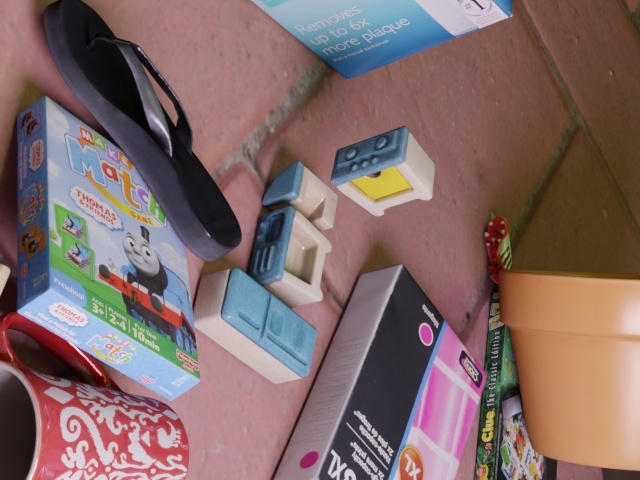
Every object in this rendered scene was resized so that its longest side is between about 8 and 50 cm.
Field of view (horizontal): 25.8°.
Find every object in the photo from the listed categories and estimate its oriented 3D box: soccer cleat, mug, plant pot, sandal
[{"bbox_3d":[0.215,0.013,1.670,0.035,0.029,0.083,29,57,-55],"label":"soccer cleat"},{"bbox_3d":[-0.179,0.135,1.019,0.169,0.113,0.150,19,80,-52],"label":"mug"},{"bbox_3d":[0.337,0.139,1.546,0.291,0.291,0.203,4,89,-52],"label":"plant pot"},{"bbox_3d":[-0.139,-0.103,1.180,0.254,0.054,0.097,54,22,-5],"label":"sandal"}]

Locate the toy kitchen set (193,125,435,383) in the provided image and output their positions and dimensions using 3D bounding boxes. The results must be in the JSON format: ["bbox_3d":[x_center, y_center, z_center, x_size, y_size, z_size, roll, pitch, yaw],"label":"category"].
[{"bbox_3d":[0.000,0.000,1.269,0.122,0.166,0.207,39,47,-38],"label":"toy kitchen set"}]

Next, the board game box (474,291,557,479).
[{"bbox_3d":[0.233,0.201,1.616,0.136,0.030,0.259,38,49,-36],"label":"board game box"}]

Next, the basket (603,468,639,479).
[{"bbox_3d":[0.475,0.289,1.806,0.227,0.154,0.204,-7,80,-50],"label":"basket"}]

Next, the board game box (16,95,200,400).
[{"bbox_3d":[-0.168,0.004,1.098,0.160,0.039,0.211,37,28,-39],"label":"board game box"}]

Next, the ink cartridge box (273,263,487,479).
[{"bbox_3d":[0.052,0.210,1.347,0.175,0.069,0.371,52,43,-26],"label":"ink cartridge box"}]

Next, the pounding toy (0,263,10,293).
[{"bbox_3d":[-0.299,0.041,0.927,0.181,0.094,0.206,-31,115,-57],"label":"pounding toy"}]

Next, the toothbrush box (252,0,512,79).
[{"bbox_3d":[0.026,-0.312,1.389,0.295,0.216,0.126,36,49,-41],"label":"toothbrush box"}]
